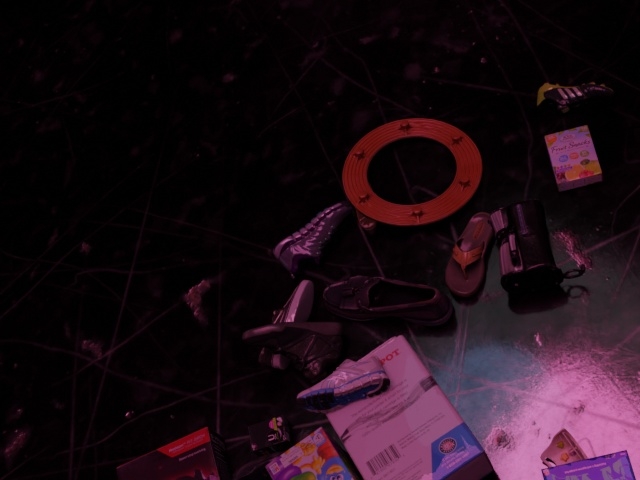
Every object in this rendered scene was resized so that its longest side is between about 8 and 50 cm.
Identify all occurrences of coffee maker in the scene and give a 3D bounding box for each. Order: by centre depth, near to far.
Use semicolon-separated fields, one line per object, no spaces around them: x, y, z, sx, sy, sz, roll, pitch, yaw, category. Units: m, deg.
0.460;0.011;1.920;0.171;0.120;0.178;0;59;-5;coffee maker

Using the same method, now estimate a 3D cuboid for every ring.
0.218;-0.175;2.136;0.336;0.032;0.336;-6;54;9;ring

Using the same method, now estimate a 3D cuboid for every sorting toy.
0.464;0.416;1.703;0.075;0.045;0.083;-38;64;12;sorting toy

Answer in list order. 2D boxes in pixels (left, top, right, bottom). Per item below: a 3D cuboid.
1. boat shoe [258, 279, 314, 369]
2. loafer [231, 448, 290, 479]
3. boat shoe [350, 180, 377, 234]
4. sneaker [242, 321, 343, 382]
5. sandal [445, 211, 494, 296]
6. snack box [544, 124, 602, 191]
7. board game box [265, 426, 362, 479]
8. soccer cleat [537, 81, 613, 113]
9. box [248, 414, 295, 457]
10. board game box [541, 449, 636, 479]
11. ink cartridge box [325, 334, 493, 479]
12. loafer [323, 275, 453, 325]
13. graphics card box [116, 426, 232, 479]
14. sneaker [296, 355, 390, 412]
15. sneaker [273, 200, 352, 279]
-0.080;0.185;2.037;0.070;0.078;0.219;12;67;26;boat shoe
-0.112;0.476;1.884;0.170;0.062;0.061;-21;25;0;loafer
0.106;-0.079;2.142;0.056;0.049;0.152;-9;53;6;boat shoe
-0.057;0.243;1.940;0.227;0.087;0.130;4;75;-22;sneaker
0.335;0.023;1.981;0.090;0.060;0.219;15;66;29;sandal
0.576;-0.188;2.029;0.100;0.037;0.141;-13;56;13;snack box
0.033;0.531;1.738;0.142;0.144;0.275;-35;54;-2;board game box
0.600;-0.334;2.103;0.179;0.060;0.072;6;72;32;soccer cleat
-0.105;0.423;1.916;0.083;0.052;0.062;-20;54;11;box
0.505;0.501;1.603;0.160;0.047;0.210;-17;68;11;board game box
0.164;0.381;1.786;0.223;0.129;0.307;-34;53;0;ink cartridge box
0.140;0.120;1.977;0.302;0.095;0.109;5;62;24;loafer
-0.279;0.601;1.852;0.233;0.094;0.371;-24;55;6;graphics card box
0.041;0.284;1.784;0.191;0.071;0.083;-18;47;4;sneaker
0.000;0.000;2.135;0.224;0.083;0.098;-36;74;4;sneaker
